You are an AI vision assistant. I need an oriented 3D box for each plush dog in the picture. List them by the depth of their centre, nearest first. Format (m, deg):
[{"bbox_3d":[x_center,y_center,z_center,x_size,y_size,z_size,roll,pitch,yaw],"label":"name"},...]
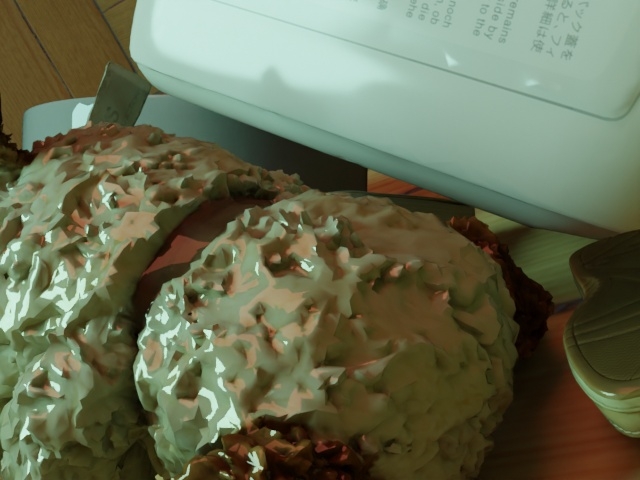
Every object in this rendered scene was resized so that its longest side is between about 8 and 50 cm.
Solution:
[{"bbox_3d":[-0.034,0.032,0.447,0.225,0.210,0.262,10,35,33],"label":"plush dog"}]

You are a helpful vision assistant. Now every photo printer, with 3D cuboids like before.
[{"bbox_3d":[0.074,-0.149,0.553,0.307,0.256,0.107,22,9,32],"label":"photo printer"}]

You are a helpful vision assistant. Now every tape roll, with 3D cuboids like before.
[{"bbox_3d":[-0.079,-0.042,0.774,0.219,0.072,0.219,2,-2,0],"label":"tape roll"}]

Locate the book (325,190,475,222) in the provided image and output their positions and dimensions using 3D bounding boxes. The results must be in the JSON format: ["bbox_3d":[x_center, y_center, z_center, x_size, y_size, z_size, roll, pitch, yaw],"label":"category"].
[{"bbox_3d":[0.000,0.000,0.657,0.096,0.035,0.144,9,-13,-34],"label":"book"}]

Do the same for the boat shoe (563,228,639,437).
[{"bbox_3d":[0.107,0.034,0.390,0.050,0.045,0.135,-18,12,17],"label":"boat shoe"}]
